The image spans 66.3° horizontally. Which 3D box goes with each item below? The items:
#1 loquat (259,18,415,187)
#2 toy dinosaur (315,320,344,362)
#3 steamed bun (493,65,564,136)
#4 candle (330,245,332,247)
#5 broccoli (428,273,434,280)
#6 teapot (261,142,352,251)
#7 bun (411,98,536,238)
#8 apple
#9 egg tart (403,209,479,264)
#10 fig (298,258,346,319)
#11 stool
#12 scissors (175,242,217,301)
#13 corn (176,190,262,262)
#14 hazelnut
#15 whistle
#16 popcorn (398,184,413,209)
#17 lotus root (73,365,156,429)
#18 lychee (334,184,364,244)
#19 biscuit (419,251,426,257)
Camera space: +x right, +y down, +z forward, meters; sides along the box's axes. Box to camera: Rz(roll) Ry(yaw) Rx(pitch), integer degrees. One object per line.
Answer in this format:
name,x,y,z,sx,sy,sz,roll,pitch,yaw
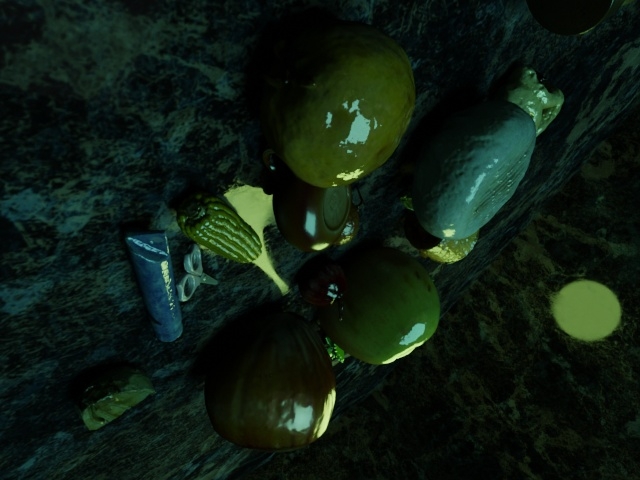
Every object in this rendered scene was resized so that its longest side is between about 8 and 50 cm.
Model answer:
loquat,0.029,-0.183,0.674,0.238,0.193,0.238,-30,148,-20
toy dinosaur,-0.015,0.319,1.583,0.177,0.152,0.194,-8,153,18
steamed bun,0.503,-0.354,1.220,0.172,0.141,0.155,-48,142,6
candle,-0.001,0.001,1.150,0.167,0.021,0.026,16,98,-62
broccoli,0.381,0.207,1.936,0.195,0.156,0.195,-12,111,-35
teapot,-0.035,-0.081,0.852,0.252,0.135,0.178,56,47,-48
bun,0.350,-0.172,1.163,0.362,0.211,0.362,-37,155,-20
apple,0.176,0.195,1.397,0.338,0.305,0.338,-36,157,-19
egg tart,0.338,-0.033,1.420,0.147,0.202,0.202,5,128,-48
fig,0.005,0.116,1.229,0.128,0.150,0.128,-3,129,-4
stool,0.542,-0.523,0.922,0.264,0.179,0.179,-34,155,-21
scissors,-0.219,0.067,0.895,0.189,0.015,0.100,69,31,-78
corn,-0.157,-0.015,0.815,0.080,0.080,0.231,-43,158,1
hazelnut,-0.115,0.357,1.250,0.372,0.315,0.372,12,90,-70
whistle,-0.269,0.078,0.816,0.062,0.062,0.304,-30,153,-27
popcorn,0.247,-0.110,1.302,0.083,0.059,0.068,-17,146,-30
lotus root,-0.410,0.293,0.948,0.143,0.070,0.144,-29,157,-15
lychee,0.042,-0.049,1.034,0.140,0.114,0.101,-18,-178,-10
biscuit,0.438,-0.069,1.632,0.318,0.040,0.318,-44,164,-16
